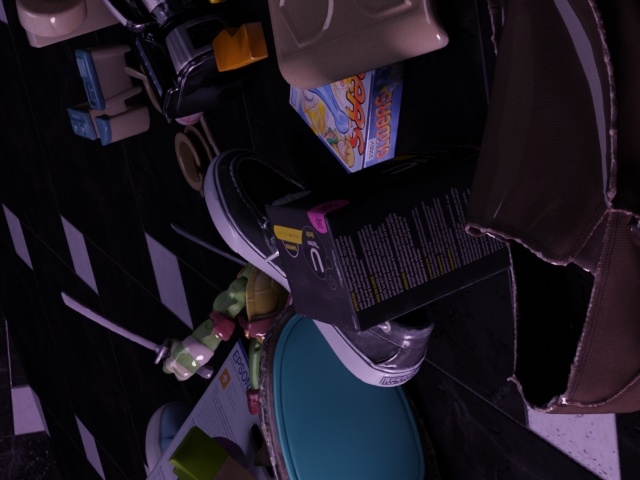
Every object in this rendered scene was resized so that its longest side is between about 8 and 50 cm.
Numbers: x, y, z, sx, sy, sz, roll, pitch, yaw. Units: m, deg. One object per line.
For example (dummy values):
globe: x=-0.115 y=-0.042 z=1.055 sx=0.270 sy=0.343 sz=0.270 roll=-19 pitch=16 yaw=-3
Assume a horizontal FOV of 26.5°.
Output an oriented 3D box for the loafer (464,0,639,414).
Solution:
loafer: x=0.161 y=-0.038 z=0.877 sx=0.134 sy=0.130 sz=0.366 roll=18 pitch=126 yaw=62

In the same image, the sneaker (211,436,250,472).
sneaker: x=-0.155 y=0.358 z=1.694 sx=0.104 sy=0.095 sz=0.236 roll=6 pitch=87 yaw=62

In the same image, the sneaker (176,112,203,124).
sneaker: x=-0.170 y=-0.206 z=1.589 sx=0.134 sy=0.051 sz=0.070 roll=62 pitch=155 yaw=7

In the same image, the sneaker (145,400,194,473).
sneaker: x=-0.131 y=0.367 z=1.957 sx=0.150 sy=0.135 sz=0.366 roll=-48 pitch=56 yaw=32

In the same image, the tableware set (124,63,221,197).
tableware set: x=-0.182 y=-0.146 z=1.678 sx=0.194 sy=0.039 sz=0.128 roll=66 pitch=157 yaw=8

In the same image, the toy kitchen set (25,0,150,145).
toy kitchen set: x=-0.333 y=-0.232 z=1.837 sx=0.166 sy=0.122 sz=0.207 roll=21 pitch=128 yaw=61

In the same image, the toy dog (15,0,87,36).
toy dog: x=-0.304 y=-0.405 z=1.644 sx=0.220 sy=0.161 sz=0.334 roll=115 pitch=145 yaw=-64

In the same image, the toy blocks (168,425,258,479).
toy blocks: x=-0.079 y=0.394 z=1.517 sx=0.381 sy=0.191 sz=0.261 roll=42 pitch=143 yaw=-10

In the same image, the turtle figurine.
turtle figurine: x=-0.089 y=0.102 z=1.495 sx=0.198 sy=0.274 sz=0.266 roll=-67 pitch=-42 yaw=-72

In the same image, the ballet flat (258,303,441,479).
ballet flat: x=0.063 y=0.295 z=1.380 sx=0.483 sy=0.164 sz=0.182 roll=62 pitch=165 yaw=8

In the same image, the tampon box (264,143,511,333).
tampon box: x=0.058 y=-0.006 z=1.099 sx=0.120 sy=0.161 sz=0.101 roll=9 pitch=118 yaw=64

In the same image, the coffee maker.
coffee maker: x=-0.150 y=-0.228 z=1.467 sx=0.178 sy=0.120 sz=0.171 roll=63 pitch=180 yaw=15

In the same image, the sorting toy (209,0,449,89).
sorting toy: x=-0.009 y=-0.244 z=1.126 sx=0.307 sy=0.041 sz=0.229 roll=-8 pitch=95 yaw=56

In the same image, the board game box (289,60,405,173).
board game box: x=0.023 y=-0.163 z=1.203 sx=0.136 sy=0.035 sz=0.201 roll=51 pitch=151 yaw=36

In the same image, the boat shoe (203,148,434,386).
boat shoe: x=-0.003 y=0.002 z=1.315 sx=0.306 sy=0.113 sz=0.105 roll=53 pitch=147 yaw=27

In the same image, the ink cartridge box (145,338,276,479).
ink cartridge box: x=-0.107 y=0.355 z=1.758 sx=0.330 sy=0.071 sz=0.324 roll=-55 pitch=41 yaw=27
